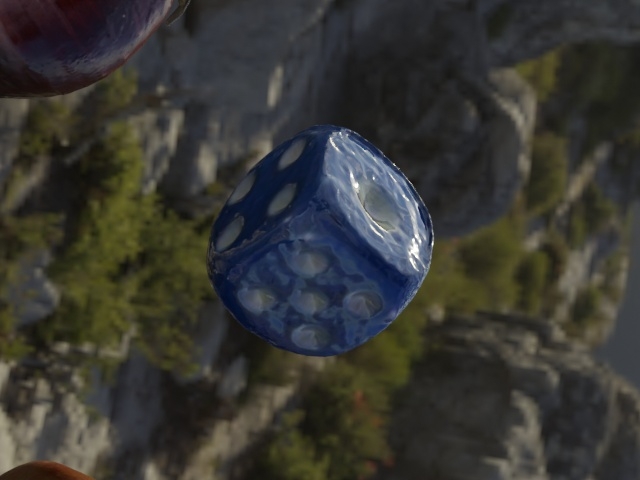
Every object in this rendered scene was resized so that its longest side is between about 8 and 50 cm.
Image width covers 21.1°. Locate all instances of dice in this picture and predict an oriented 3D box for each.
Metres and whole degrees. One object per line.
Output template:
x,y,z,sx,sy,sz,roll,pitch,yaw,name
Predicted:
0.000,0.000,1.433,0.143,0.146,0.146,39,36,-22,dice

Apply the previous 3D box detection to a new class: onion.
-0.296,-0.308,1.820,0.341,0.341,0.341,-24,117,-60,onion

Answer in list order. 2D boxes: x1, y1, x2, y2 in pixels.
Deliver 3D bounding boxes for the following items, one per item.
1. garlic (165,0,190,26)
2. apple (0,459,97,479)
-0.118,-0.243,1.346,0.124,0.099,0.174,-54,-165,2,garlic
-0.243,0.287,1.505,0.168,0.181,0.181,-61,147,-18,apple
